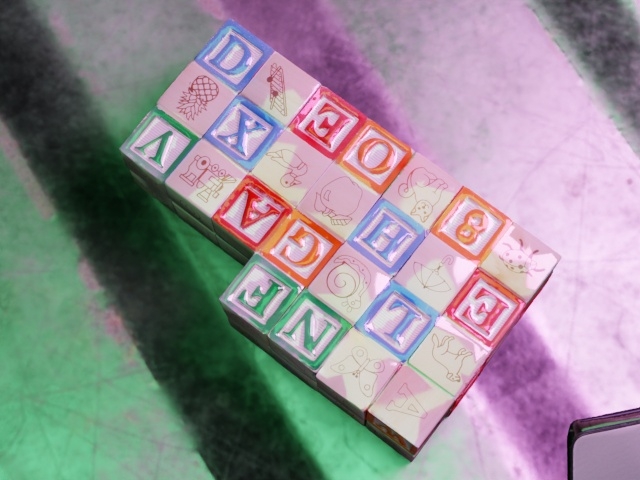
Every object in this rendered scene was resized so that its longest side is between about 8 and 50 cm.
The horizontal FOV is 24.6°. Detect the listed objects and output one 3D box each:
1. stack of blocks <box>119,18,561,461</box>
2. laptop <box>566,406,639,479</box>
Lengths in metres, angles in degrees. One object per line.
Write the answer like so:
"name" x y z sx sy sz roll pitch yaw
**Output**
"stack of blocks" 0.000 0.000 1.060 0.297 0.087 0.171 37 79 10
"laptop" 0.370 0.289 0.910 0.382 0.408 0.236 -11 41 -3
